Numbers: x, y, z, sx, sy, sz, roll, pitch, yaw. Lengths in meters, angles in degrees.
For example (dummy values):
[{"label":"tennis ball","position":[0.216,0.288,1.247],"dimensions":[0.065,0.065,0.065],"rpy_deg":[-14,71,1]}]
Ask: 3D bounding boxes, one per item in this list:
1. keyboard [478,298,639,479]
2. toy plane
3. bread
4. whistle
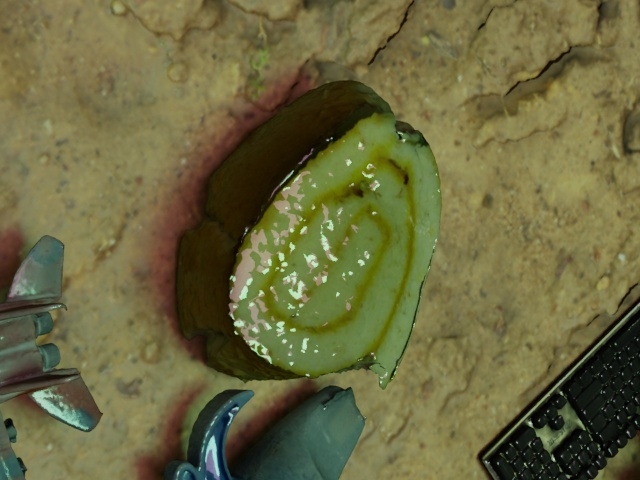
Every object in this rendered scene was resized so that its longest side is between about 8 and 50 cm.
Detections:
[{"label":"keyboard","position":[0.281,0.144,1.372],"dimensions":[0.317,0.027,0.106],"rpy_deg":[-41,107,-24]},{"label":"toy plane","position":[-0.314,0.101,1.005],"dimensions":[0.326,0.104,0.223],"rpy_deg":[-13,94,-24]},{"label":"bread","position":[0.000,0.000,1.171],"dimensions":[0.186,0.124,0.257],"rpy_deg":[36,72,-30]},{"label":"whistle","position":[-0.060,0.221,1.153],"dimensions":[0.269,0.093,0.180],"rpy_deg":[-46,118,-27]}]
